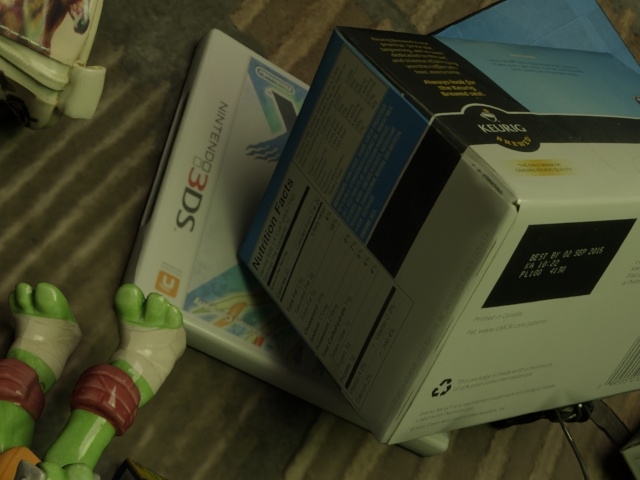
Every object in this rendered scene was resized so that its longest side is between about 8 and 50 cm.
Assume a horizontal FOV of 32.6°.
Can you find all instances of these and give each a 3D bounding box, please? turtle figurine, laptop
[{"bbox_3d":[-0.205,0.117,0.659,0.274,0.198,0.266,42,44,-19],"label":"turtle figurine"},{"bbox_3d":[0.398,-0.162,1.272,0.382,0.408,0.236,-33,123,-43],"label":"laptop"}]

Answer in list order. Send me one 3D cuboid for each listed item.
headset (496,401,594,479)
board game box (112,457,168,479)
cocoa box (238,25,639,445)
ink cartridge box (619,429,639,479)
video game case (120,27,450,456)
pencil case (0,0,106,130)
[{"bbox_3d":[0.184,0.318,0.937,0.243,0.185,0.394,18,72,-28],"label":"headset"},{"bbox_3d":[-0.048,0.240,0.746,0.194,0.194,0.060,35,82,-20],"label":"board game box"},{"bbox_3d":[0.155,-0.014,0.896,0.347,0.231,0.228,-3,40,-39],"label":"cocoa box"},{"bbox_3d":[0.473,0.296,1.178,0.303,0.072,0.307,-21,83,-52],"label":"ink cartridge box"},{"bbox_3d":[0.000,0.000,0.994,0.329,0.036,0.300,29,52,-24],"label":"video game case"},{"bbox_3d":[-0.339,-0.210,0.743,0.410,0.160,0.183,21,39,-30],"label":"pencil case"}]
